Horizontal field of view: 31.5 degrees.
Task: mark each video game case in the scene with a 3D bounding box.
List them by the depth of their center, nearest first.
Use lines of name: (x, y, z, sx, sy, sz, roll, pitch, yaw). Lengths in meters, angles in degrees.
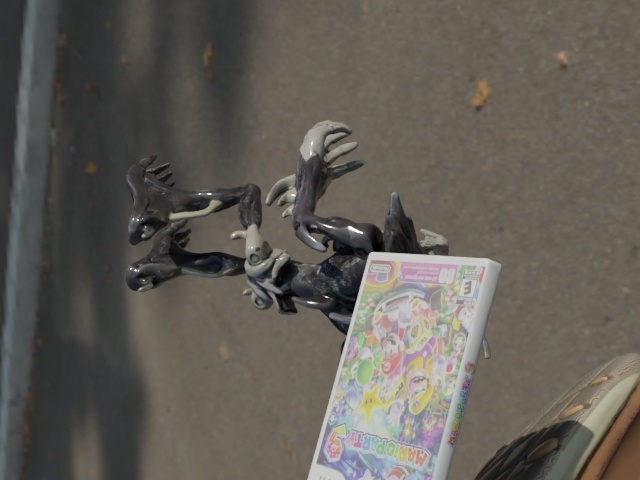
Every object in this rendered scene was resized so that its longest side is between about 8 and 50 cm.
video game case: (0.035, 0.066, 0.510, 0.087, 0.011, 0.122, 3, 75, 56)

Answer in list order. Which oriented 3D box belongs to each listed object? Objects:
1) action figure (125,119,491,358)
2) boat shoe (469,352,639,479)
action figure: (0.000, 0.000, 0.790, 0.275, 0.141, 0.164, 11, 137, 22)
boat shoe: (0.104, 0.204, 0.573, 0.116, 0.324, 0.123, 37, 159, 0)
